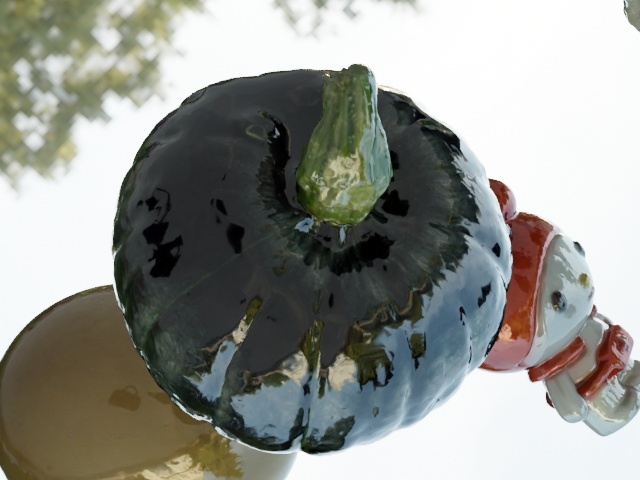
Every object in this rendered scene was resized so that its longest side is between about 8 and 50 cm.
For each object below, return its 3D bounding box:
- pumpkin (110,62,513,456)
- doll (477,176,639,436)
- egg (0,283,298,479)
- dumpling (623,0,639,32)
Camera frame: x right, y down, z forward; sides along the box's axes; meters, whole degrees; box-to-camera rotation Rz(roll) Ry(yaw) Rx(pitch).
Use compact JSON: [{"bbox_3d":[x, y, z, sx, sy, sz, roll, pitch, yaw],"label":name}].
[{"bbox_3d":[0.000,0.000,1.356,0.296,0.296,0.296,-33,-151,21],"label":"pumpkin"},{"bbox_3d":[0.157,0.042,1.598,0.130,0.290,0.161,-37,-165,40],"label":"doll"},{"bbox_3d":[-0.196,0.196,2.126,0.374,0.301,0.301,-2,-132,38],"label":"egg"},{"bbox_3d":[0.301,-0.133,1.310,0.136,0.199,0.118,111,5,-69],"label":"dumpling"}]
